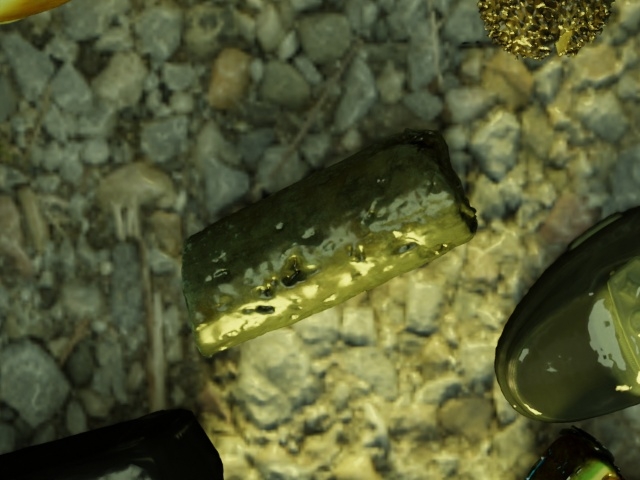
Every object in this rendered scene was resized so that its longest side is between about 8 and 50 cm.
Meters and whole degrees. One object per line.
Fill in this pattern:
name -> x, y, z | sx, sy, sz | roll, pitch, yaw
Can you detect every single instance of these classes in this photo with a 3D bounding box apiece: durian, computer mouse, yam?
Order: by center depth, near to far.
durian -> 0.121, -0.142, 0.981 | 0.080, 0.080, 0.091 | -28, 86, 9
yam -> 0.000, 0.000, 1.019 | 0.179, 0.078, 0.078 | -24, 103, 11
computer mouse -> -0.183, 0.177, 1.021 | 0.269, 0.170, 0.100 | -15, 95, 5

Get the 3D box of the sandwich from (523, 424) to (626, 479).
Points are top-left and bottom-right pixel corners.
sandwich -> 0.158, 0.213, 1.066 | 0.159, 0.079, 0.235 | -17, 114, -8

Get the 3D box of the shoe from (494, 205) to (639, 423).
shoe -> 0.231, 0.032, 0.981 | 0.293, 0.149, 0.109 | -29, 104, 8

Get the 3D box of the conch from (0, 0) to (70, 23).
conch -> -0.200, -0.228, 0.908 | 0.368, 0.197, 0.249 | 13, 69, 5
